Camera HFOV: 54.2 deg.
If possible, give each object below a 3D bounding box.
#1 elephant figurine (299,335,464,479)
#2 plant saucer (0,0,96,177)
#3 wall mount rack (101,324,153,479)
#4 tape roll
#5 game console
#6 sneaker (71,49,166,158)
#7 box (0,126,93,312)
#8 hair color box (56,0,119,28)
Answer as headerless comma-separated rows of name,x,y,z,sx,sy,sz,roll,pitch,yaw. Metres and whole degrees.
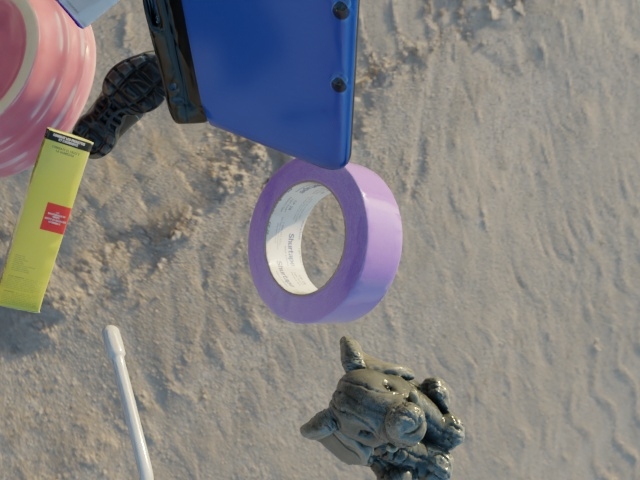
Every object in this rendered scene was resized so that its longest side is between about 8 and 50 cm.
elephant figurine,0.061,0.192,0.727,0.239,0.186,0.169,43,30,-46
plant saucer,-0.508,-0.262,0.960,0.332,0.332,0.084,-66,159,-4
wall mount rack,-0.256,0.225,0.515,0.350,0.130,0.304,11,84,-48
tape roll,0.000,0.000,1.036,0.090,0.275,0.274,8,96,-47
game console,-0.065,-0.239,0.528,0.173,0.250,0.293,-2,143,-3
sneaker,-0.362,-0.264,1.153,0.267,0.106,0.101,-34,116,25
box,-0.364,-0.029,0.819,0.058,0.087,0.232,18,92,-28
hair color box,-0.219,-0.434,0.722,0.339,0.110,0.185,-40,133,-2
